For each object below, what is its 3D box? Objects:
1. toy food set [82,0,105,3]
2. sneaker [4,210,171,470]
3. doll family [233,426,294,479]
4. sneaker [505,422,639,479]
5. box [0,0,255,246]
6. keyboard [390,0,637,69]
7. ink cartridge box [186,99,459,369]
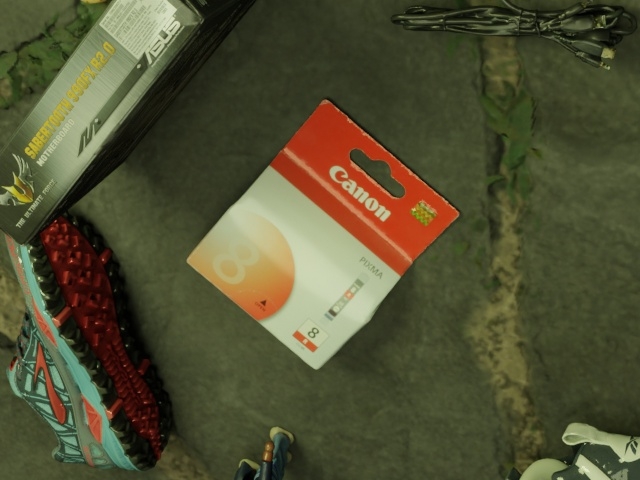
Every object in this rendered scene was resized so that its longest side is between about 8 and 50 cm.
[{"bbox_3d":[-0.177,-0.232,0.922,0.083,0.020,0.082,-36,99,27],"label":"toy food set"},{"bbox_3d":[-0.232,0.095,1.037,0.125,0.104,0.261,-10,110,22],"label":"sneaker"},{"bbox_3d":[-0.058,0.256,1.050,0.076,0.111,0.193,1,113,16],"label":"doll family"},{"bbox_3d":[0.218,0.247,0.980,0.153,0.094,0.235,21,126,17],"label":"sneaker"},{"bbox_3d":[-0.138,-0.119,0.869,0.056,0.183,0.231,42,118,-5],"label":"box"},{"bbox_3d":[0.124,-0.228,0.829,0.317,0.033,0.201,8,108,14],"label":"keyboard"},{"bbox_3d":[0.000,0.000,0.959,0.145,0.045,0.179,40,120,-4],"label":"ink cartridge box"}]
